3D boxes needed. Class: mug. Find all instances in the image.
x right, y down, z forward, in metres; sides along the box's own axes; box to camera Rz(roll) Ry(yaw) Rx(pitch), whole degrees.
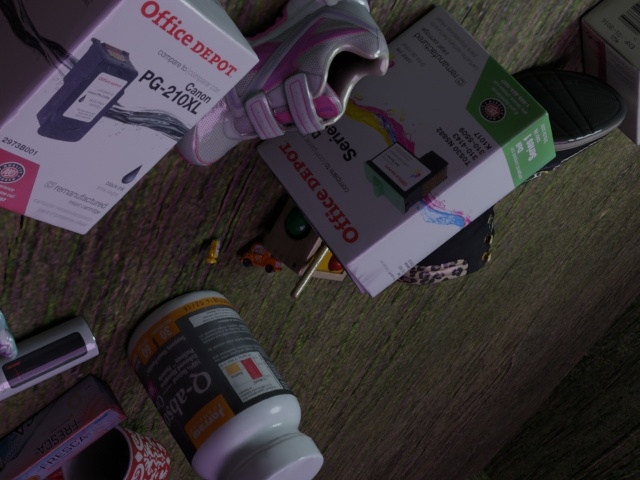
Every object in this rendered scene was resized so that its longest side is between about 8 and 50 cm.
[{"bbox_3d":[-0.319,0.332,1.393,0.169,0.150,0.113,49,56,-68],"label":"mug"}]

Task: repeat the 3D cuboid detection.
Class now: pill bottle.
[{"bbox_3d":[-0.126,0.214,1.211,0.162,0.278,0.162,-29,152,-17],"label":"pill bottle"}]

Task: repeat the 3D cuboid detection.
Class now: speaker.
[{"bbox_3d":[-0.337,0.141,1.086,0.136,0.055,0.055,-24,151,-23],"label":"speaker"}]

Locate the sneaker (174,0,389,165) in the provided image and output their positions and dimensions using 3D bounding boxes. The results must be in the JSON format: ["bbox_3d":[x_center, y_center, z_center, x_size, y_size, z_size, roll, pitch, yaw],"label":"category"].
[{"bbox_3d":[-0.037,-0.154,0.917,0.252,0.111,0.103,-39,154,4],"label":"sneaker"}]

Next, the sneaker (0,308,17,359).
[{"bbox_3d":[-0.378,0.109,1.008,0.069,0.038,0.098,-25,142,-20],"label":"sneaker"}]

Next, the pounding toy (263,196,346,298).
[{"bbox_3d":[0.000,0.000,1.190,0.141,0.100,0.130,11,111,-57],"label":"pounding toy"}]

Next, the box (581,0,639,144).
[{"bbox_3d":[0.484,-0.273,1.350,0.149,0.127,0.232,-38,154,1],"label":"box"}]

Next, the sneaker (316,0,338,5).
[{"bbox_3d":[0.095,-0.316,0.789,0.330,0.146,0.122,-38,152,-1],"label":"sneaker"}]

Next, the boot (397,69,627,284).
[{"bbox_3d":[0.252,-0.084,1.354,0.377,0.138,0.284,-24,150,-17],"label":"boot"}]

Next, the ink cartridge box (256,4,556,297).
[{"bbox_3d":[0.097,-0.102,1.063,0.278,0.201,0.117,-38,153,2],"label":"ink cartridge box"}]

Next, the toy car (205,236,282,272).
[{"bbox_3d":[-0.093,0.017,1.191,0.122,0.060,0.040,9,97,-64],"label":"toy car"}]

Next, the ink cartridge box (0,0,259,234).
[{"bbox_3d":[-0.195,-0.133,0.769,0.237,0.100,0.172,-43,154,11],"label":"ink cartridge box"}]

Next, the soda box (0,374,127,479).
[{"bbox_3d":[-0.360,0.265,1.246,0.183,0.063,0.058,-36,153,-4],"label":"soda box"}]
